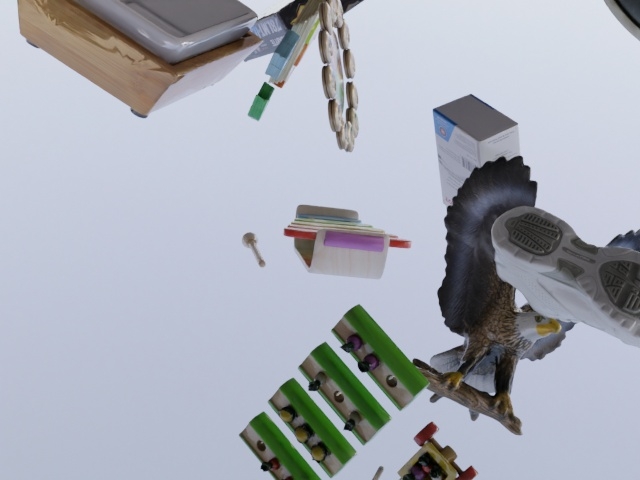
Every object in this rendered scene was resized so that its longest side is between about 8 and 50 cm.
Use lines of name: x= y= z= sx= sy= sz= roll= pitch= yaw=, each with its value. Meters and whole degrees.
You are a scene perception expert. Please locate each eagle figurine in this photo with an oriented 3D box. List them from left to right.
eagle figurine: x=0.245 y=0.080 z=1.350 sx=0.225 sy=0.226 sz=0.298 roll=15 pitch=-107 yaw=39

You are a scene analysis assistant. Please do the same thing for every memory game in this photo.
memory game: x=0.022 y=-0.190 z=1.233 sx=0.012 sy=0.186 sz=0.186 roll=-6 pitch=-151 yaw=12

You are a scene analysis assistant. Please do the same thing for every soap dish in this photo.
soap dish: x=-0.225 y=-0.272 z=1.376 sx=0.229 sy=0.118 sz=0.291 roll=33 pitch=-156 yaw=5

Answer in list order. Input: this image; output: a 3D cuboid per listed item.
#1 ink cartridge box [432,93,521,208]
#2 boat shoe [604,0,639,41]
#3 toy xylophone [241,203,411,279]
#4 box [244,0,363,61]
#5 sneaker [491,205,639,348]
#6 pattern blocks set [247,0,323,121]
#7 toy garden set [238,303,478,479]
ink cartridge box: x=0.275 y=-0.128 z=1.884 sx=0.086 sy=0.203 sz=0.148 roll=-25 pitch=-142 yaw=-17
boat shoe: x=0.365 y=-0.301 z=1.179 sx=0.116 sy=0.099 sz=0.319 roll=12 pitch=-138 yaw=-27
toy xylophone: x=0.000 y=0.000 z=1.803 sx=0.236 sy=0.081 sz=0.322 roll=4 pitch=-172 yaw=-17
box: x=0.010 y=-0.418 z=1.857 sx=0.293 sy=0.073 sz=0.295 roll=-38 pitch=-166 yaw=-15
sneaker: x=0.290 y=0.055 z=1.188 sx=0.232 sy=0.115 sz=0.090 roll=35 pitch=-115 yaw=24
pattern blocks set: x=-0.005 y=-0.301 z=1.437 sx=0.026 sy=0.285 sz=0.325 roll=30 pitch=-113 yaw=-2
toy garden set: x=0.029 y=0.219 z=1.123 sx=0.204 sy=0.244 sz=0.049 roll=48 pitch=-143 yaw=14
